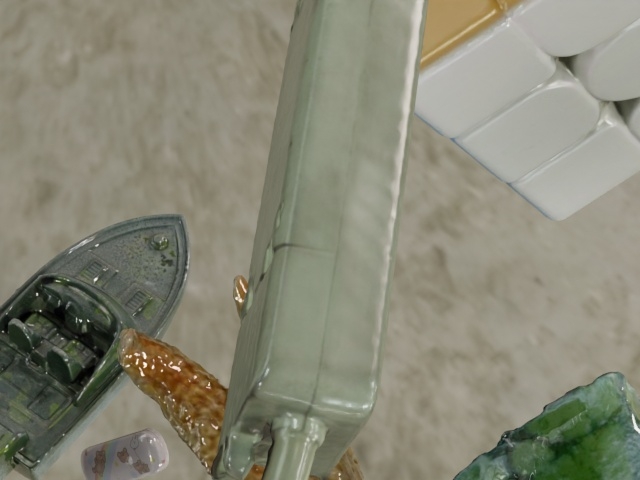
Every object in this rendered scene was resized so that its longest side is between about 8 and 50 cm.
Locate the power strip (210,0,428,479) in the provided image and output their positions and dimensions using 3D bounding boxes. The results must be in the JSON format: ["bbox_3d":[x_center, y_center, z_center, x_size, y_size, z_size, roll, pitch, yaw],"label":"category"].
[{"bbox_3d":[0.000,0.000,0.758,0.053,0.093,0.288,13,62,-9],"label":"power strip"}]

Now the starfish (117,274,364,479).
[{"bbox_3d":[-0.011,0.201,1.049,0.094,0.375,0.327,-23,140,34],"label":"starfish"}]

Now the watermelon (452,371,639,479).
[{"bbox_3d":[0.098,0.153,0.720,0.139,0.071,0.187,29,104,-36],"label":"watermelon"}]

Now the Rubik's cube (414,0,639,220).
[{"bbox_3d":[0.175,-0.238,1.323,0.291,0.292,0.290,-32,148,17],"label":"Rubik's cube"}]

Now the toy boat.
[{"bbox_3d":[-0.230,0.084,1.704,0.141,0.092,0.319,32,61,20],"label":"toy boat"}]

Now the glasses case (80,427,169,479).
[{"bbox_3d":[-0.138,0.154,1.278,0.083,0.021,0.032,-19,87,41],"label":"glasses case"}]
